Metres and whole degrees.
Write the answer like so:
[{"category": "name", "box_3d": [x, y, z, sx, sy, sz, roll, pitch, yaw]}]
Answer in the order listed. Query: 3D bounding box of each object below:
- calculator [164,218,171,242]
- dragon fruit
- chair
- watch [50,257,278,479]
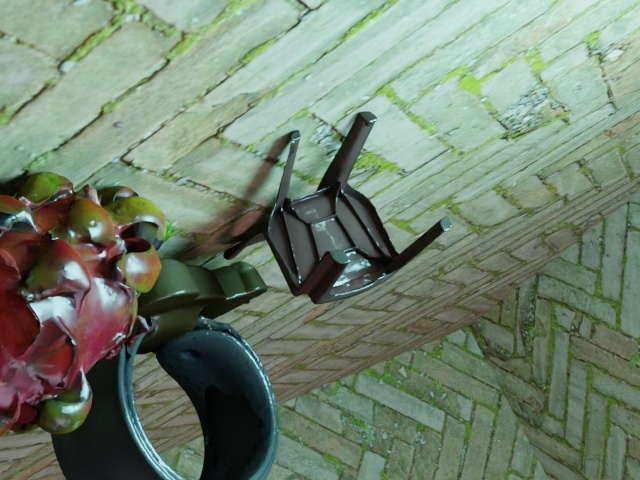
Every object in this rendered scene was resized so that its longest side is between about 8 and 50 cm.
[{"category": "calculator", "box_3d": [-0.283, 0.020, 1.080, 0.234, 0.032, 0.146, -17, 162, -28]}, {"category": "dragon fruit", "box_3d": [-0.269, 0.056, 0.858, 0.307, 0.228, 0.243, -26, -161, -18]}, {"category": "chair", "box_3d": [0.000, 0.000, 1.191, 0.175, 0.183, 0.326, -18, 161, -25]}, {"category": "watch", "box_3d": [-0.193, 0.214, 1.250, 0.314, 0.327, 0.335, -27, 168, 32]}]
